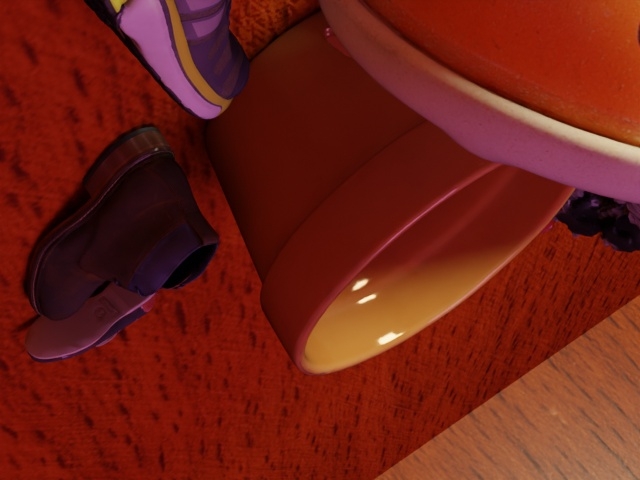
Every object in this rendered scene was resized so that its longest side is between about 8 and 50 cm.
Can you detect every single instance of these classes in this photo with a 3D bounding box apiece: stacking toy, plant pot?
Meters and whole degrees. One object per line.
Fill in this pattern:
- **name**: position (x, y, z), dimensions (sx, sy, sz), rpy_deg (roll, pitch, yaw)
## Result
- **stacking toy**: position (0.216, -0.287, 0.877), dimensions (0.351, 0.350, 0.480), rpy_deg (-18, 136, -46)
- **plant pot**: position (0.041, -0.058, 1.276), dimensions (0.291, 0.203, 0.291), rpy_deg (-34, 162, -13)

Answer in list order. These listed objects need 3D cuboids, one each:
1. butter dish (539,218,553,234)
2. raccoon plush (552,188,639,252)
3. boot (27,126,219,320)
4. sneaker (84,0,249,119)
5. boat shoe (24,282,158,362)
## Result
- **butter dish**: position (0.140, -0.062, 1.591), dimensions (0.118, 0.160, 0.160), rpy_deg (-23, 175, 41)
- **raccoon plush**: position (0.330, -0.182, 1.434), dimensions (0.299, 0.216, 0.446), rpy_deg (-59, 170, -19)
- **boot**: position (-0.159, 0.021, 1.245), dimensions (0.082, 0.106, 0.219), rpy_deg (-19, 154, -44)
- **sneaker**: position (-0.081, -0.167, 0.944), dimensions (0.121, 0.111, 0.300), rpy_deg (-41, 164, -2)
- **boat shoe**: position (-0.201, 0.071, 1.391), dimensions (0.137, 0.049, 0.043), rpy_deg (-33, 164, -28)
